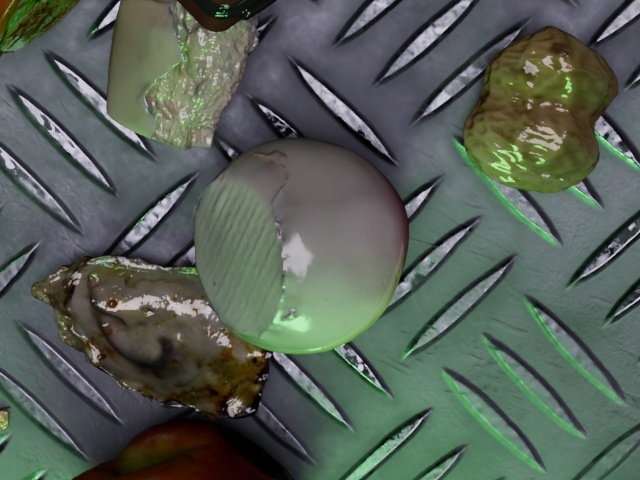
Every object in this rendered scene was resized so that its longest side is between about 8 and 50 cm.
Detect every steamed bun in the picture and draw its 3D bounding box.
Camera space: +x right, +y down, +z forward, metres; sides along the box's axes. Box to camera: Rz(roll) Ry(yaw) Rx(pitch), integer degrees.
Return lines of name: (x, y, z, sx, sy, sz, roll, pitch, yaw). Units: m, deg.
steamed bun: (-0.191, -0.235, 1.788, 0.200, 0.170, 0.226, 8, 105, -7)
steamed bun: (0.000, 0.000, 1.802, 0.309, 0.309, 0.309, 0, 104, 0)

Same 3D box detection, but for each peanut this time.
peanut: (0.310, -0.182, 1.828, 0.196, 0.110, 0.233, 16, 103, 1)

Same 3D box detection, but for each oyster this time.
oyster: (-0.247, 0.146, 1.901, 0.361, 0.096, 0.221, 7, 69, -5)

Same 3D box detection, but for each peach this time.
peach: (-0.169, 0.432, 1.864, 0.406, 0.335, 0.310, 42, 88, -10)

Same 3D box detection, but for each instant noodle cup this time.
instant noodle cup: (-0.413, -0.392, 1.733, 0.182, 0.230, 0.230, 42, 100, 0)

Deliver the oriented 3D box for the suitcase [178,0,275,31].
suitcase: (-0.094, -0.435, 1.682, 0.297, 0.161, 0.236, -40, 85, -20)

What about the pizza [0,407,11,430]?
pizza: (-0.503, 0.284, 1.992, 0.083, 0.016, 0.037, -42, 99, 6)
